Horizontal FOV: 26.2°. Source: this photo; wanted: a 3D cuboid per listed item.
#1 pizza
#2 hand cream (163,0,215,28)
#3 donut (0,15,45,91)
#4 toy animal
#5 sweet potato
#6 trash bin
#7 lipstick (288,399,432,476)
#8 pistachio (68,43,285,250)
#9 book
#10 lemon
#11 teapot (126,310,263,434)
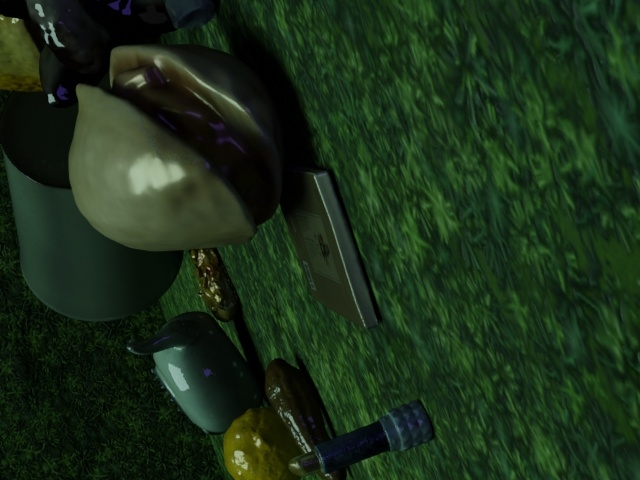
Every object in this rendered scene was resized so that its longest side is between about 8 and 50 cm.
[{"bbox_3d":[-0.161,0.061,2.039,0.178,0.041,0.131,-134,27,-64],"label":"pizza"},{"bbox_3d":[-0.165,-0.329,1.346,0.079,0.048,0.255,129,123,-71],"label":"hand cream"},{"bbox_3d":[-0.401,-0.386,1.756,0.378,0.163,0.435,-79,-19,-58],"label":"donut"},{"bbox_3d":[-0.254,-0.268,1.431,0.303,0.194,0.344,63,-170,17],"label":"toy animal"},{"bbox_3d":[-0.019,0.205,1.595,0.054,0.053,0.182,-49,56,32],"label":"sweet potato"},{"bbox_3d":[-0.369,-0.064,2.239,0.432,0.280,0.280,94,153,-58],"label":"trash bin"},{"bbox_3d":[0.031,0.163,1.097,0.037,0.116,0.037,160,90,-78],"label":"lipstick"},{"bbox_3d":[-0.128,-0.077,1.260,0.214,0.193,0.318,47,167,-20],"label":"pistachio"},{"bbox_3d":[0.000,0.000,1.212,0.198,0.016,0.138,-159,50,-76],"label":"book"},{"bbox_3d":[-0.071,0.275,1.804,0.155,0.114,0.114,95,153,-69],"label":"lemon"},{"bbox_3d":[-0.176,0.203,2.064,0.193,0.129,0.294,49,171,42],"label":"teapot"}]
